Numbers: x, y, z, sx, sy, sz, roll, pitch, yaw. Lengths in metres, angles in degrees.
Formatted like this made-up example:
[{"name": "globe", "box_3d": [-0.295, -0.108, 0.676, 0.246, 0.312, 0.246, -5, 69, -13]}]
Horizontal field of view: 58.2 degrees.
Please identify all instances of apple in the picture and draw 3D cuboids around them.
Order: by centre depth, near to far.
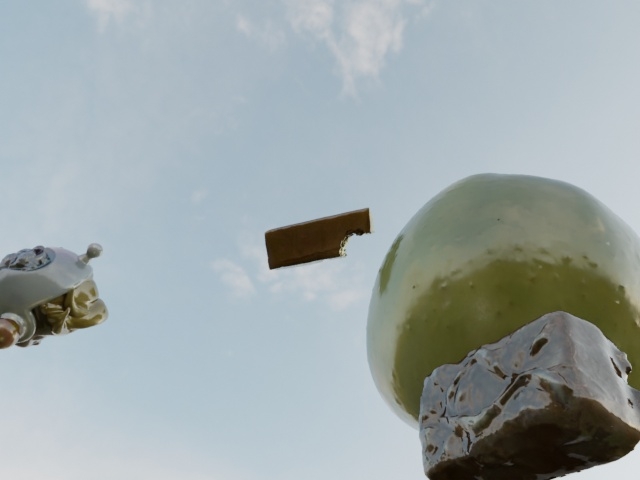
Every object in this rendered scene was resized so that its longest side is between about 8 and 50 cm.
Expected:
[{"name": "apple", "box_3d": [0.298, 0.118, 0.908, 0.474, 0.473, 0.473, 5, -56, 7]}]

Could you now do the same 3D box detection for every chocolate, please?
[{"name": "chocolate", "box_3d": [0.198, 0.164, 0.580, 0.093, 0.148, 0.214, 36, -56, -19]}]

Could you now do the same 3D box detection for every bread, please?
[{"name": "bread", "box_3d": [0.000, 0.000, 1.131, 0.226, 0.049, 0.088, -11, -102, 22]}]

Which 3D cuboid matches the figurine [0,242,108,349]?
[{"name": "figurine", "box_3d": [-0.429, 0.079, 0.760, 0.275, 0.194, 0.133, -4, -82, 8]}]
